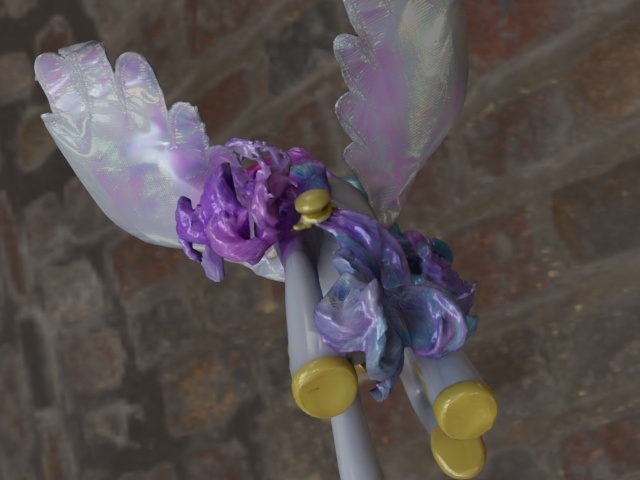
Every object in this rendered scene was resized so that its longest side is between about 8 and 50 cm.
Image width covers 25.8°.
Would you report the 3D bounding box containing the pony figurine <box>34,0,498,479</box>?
[{"bbox_3d":[0.000,0.000,0.967,0.363,0.303,0.351,-111,3,-48],"label":"pony figurine"}]
